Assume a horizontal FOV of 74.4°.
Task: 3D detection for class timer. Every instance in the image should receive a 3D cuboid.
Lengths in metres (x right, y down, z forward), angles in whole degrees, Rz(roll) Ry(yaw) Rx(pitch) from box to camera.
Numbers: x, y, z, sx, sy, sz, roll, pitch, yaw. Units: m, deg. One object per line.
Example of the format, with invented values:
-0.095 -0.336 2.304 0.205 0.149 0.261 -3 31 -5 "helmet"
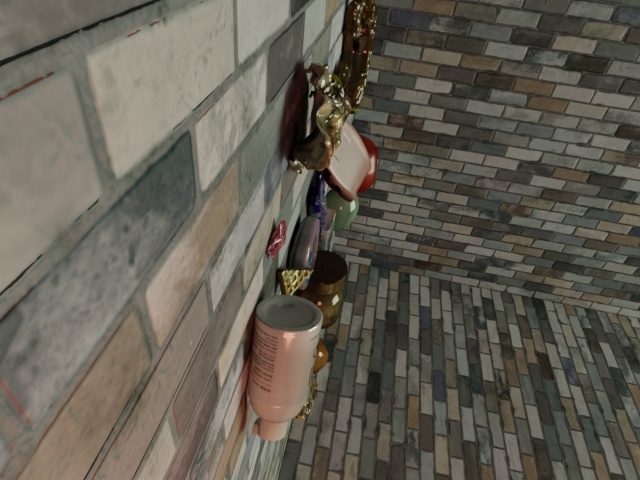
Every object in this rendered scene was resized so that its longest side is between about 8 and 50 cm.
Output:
-0.050 0.038 1.299 0.208 0.069 0.190 95 9 -48 "timer"

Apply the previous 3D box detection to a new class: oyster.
0.004 -0.256 0.941 0.351 0.115 0.237 4 97 -86 "oyster"
-0.099 0.564 1.600 0.166 0.110 0.341 -40 -173 10 "oyster"

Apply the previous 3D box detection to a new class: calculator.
0.090 -0.291 1.516 0.220 0.048 0.329 -60 141 -14 "calculator"

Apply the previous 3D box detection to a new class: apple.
0.129 -0.329 1.776 0.260 0.217 0.260 8 90 -86 "apple"

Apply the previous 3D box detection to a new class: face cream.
-0.090 0.315 0.952 0.145 0.146 0.369 -70 169 -66 "face cream"

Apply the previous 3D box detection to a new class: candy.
-0.007 -0.111 1.501 0.275 0.070 0.145 88 7 -54 "candy"

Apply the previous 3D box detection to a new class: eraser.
0.000 0.000 1.765 0.287 0.086 0.130 96 8 -50 "eraser"

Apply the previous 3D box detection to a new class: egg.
0.085 -0.146 1.933 0.168 0.168 0.230 -73 -175 -57 "egg"

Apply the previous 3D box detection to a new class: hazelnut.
-0.056 0.424 1.586 0.182 0.182 0.181 11 90 -86 "hazelnut"

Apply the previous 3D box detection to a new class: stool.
-0.001 0.190 1.608 0.179 0.179 0.264 -74 174 -49 "stool"

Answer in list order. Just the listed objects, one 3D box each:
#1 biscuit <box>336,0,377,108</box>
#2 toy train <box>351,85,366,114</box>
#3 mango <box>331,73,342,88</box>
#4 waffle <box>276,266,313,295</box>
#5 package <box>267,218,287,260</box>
0.125 -0.659 1.535 0.268 0.115 0.365 -44 146 -81 "biscuit"
0.140 -0.653 1.876 0.296 0.101 0.160 -72 179 -64 "toy train"
0.028 -0.365 1.182 0.122 0.086 0.190 -61 162 -68 "mango"
-0.064 0.081 1.131 0.153 0.024 0.097 -45 138 -47 "waffle"
-0.093 0.000 0.908 0.059 0.029 0.083 81 29 -69 "package"
